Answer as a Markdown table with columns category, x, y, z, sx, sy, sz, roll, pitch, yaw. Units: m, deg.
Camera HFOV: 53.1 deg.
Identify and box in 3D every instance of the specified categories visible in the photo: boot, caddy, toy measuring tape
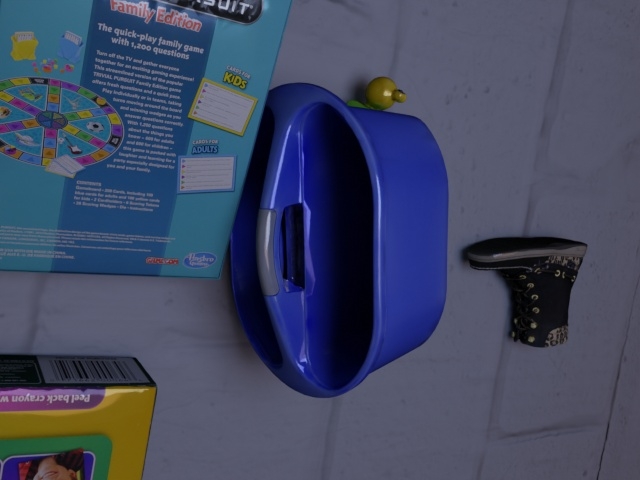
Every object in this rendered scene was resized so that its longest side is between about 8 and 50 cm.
| category | x | y | z | sx | sy | sz | roll | pitch | yaw |
| --- | --- | --- | --- | --- | --- | --- | --- | --- | --- |
| boot | 0.329 | 0.087 | 1.026 | 0.237 | 0.085 | 0.178 | -2 | 103 | -31 |
| caddy | 0.000 | 0.000 | 0.713 | 0.179 | 0.241 | 0.341 | -12 | 105 | -44 |
| toy measuring tape | 0.082 | -0.043 | 0.830 | 0.122 | 0.121 | 0.329 | -1 | 99 | -31 |

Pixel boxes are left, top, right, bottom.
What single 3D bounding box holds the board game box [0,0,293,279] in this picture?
| category | x | y | z | sx | sy | sz | roll | pitch | yaw |
| --- | --- | --- | --- | --- | --- | --- | --- | --- | --- |
| board game box | -0.188 | -0.129 | 0.626 | 0.254 | 0.079 | 0.335 | 5 | 114 | -32 |

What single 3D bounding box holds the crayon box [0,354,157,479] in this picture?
| category | x | y | z | sx | sy | sz | roll | pitch | yaw |
| --- | --- | --- | --- | --- | --- | --- | --- | --- | --- |
| crayon box | -0.372 | 0.275 | 0.628 | 0.363 | 0.106 | 0.312 | 8 | 96 | -31 |
